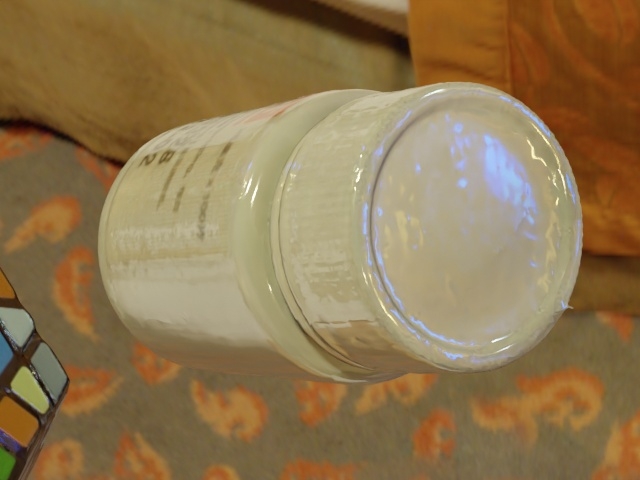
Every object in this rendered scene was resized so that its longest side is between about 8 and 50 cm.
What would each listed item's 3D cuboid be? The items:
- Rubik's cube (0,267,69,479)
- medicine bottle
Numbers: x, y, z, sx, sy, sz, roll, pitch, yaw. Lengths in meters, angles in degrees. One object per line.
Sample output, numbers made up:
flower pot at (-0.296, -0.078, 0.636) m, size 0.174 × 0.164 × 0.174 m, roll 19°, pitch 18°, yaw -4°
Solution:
Rubik's cube at (-0.145, 0.058, 0.494) m, size 0.112 × 0.133 × 0.133 m, roll -33°, pitch 62°, yaw 20°
medicine bottle at (0.000, 0.000, 0.760) m, size 0.144 × 0.252 × 0.145 m, roll 0°, pitch 90°, yaw -29°
